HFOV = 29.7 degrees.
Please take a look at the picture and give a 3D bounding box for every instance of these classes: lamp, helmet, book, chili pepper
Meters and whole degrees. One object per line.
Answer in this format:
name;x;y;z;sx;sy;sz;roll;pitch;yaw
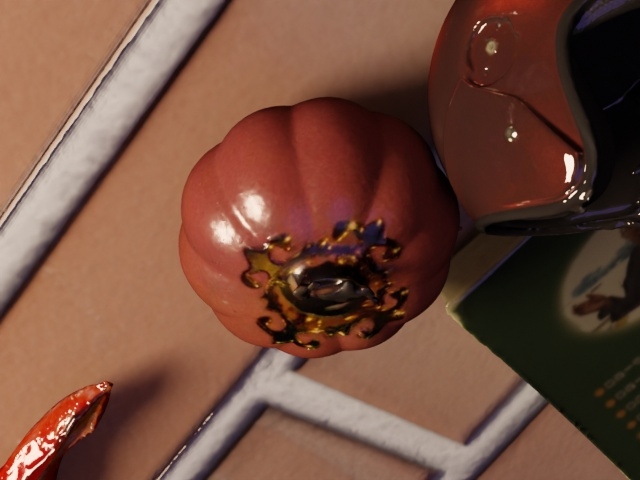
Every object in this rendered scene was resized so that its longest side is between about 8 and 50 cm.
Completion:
lamp;0.000;0.000;0.759;0.182;0.140;0.182;-4;133;-4
helmet;0.163;-0.091;0.718;0.189;0.193;0.216;1;132;-36
book;0.283;0.053;0.959;0.260;0.043;0.371;-41;128;8
chili pepper;-0.226;0.190;0.874;0.059;0.050;0.268;9;122;-50
